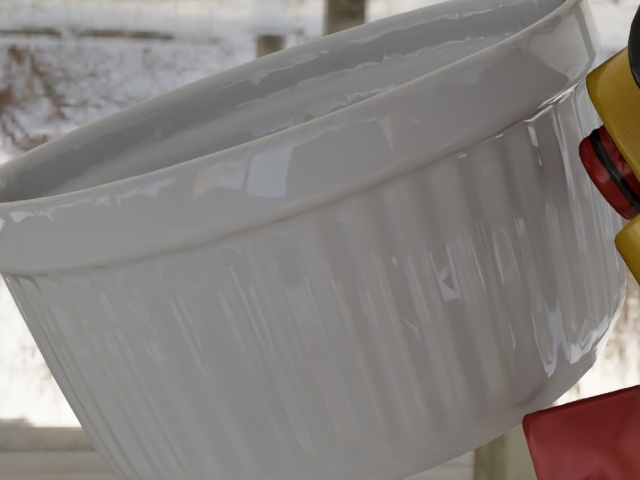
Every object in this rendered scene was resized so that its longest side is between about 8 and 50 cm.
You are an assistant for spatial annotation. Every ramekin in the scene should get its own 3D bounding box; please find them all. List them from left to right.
[{"bbox_3d":[0.000,0.000,0.458,0.207,0.109,0.207,-18,-166,4],"label":"ramekin"}]

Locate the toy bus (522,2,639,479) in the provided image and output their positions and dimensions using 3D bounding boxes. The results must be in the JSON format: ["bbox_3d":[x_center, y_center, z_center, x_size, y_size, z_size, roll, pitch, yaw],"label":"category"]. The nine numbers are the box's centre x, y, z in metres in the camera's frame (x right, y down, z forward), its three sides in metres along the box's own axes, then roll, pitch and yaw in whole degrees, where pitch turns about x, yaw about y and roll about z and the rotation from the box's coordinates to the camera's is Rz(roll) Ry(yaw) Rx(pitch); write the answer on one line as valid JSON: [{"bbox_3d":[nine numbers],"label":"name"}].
[{"bbox_3d":[0.121,-0.004,0.322,0.202,0.191,0.104,13,-175,25],"label":"toy bus"}]
